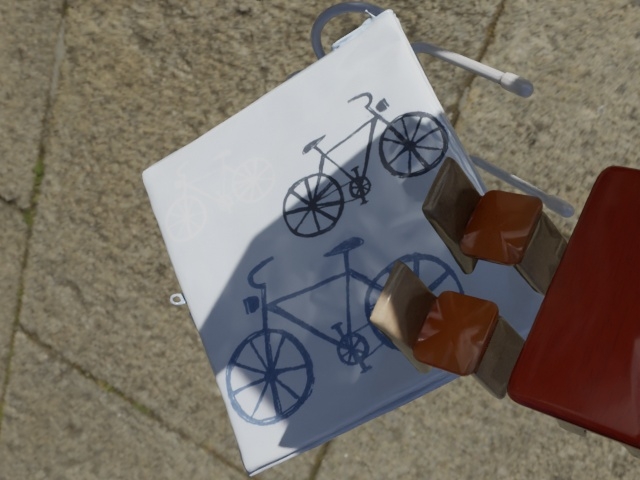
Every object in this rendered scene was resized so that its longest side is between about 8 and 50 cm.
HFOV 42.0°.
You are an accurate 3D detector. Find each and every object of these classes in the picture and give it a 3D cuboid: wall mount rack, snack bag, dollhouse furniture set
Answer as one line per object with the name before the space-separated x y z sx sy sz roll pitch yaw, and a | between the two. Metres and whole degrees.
wall mount rack | 0.127 -0.123 0.991 0.304 0.131 0.350 -7 143 26
snack bag | 0.000 0.000 0.781 0.323 0.037 0.343 -30 70 16
dollhouse furniture set | 0.138 0.075 0.426 0.262 0.135 0.259 15 70 37
